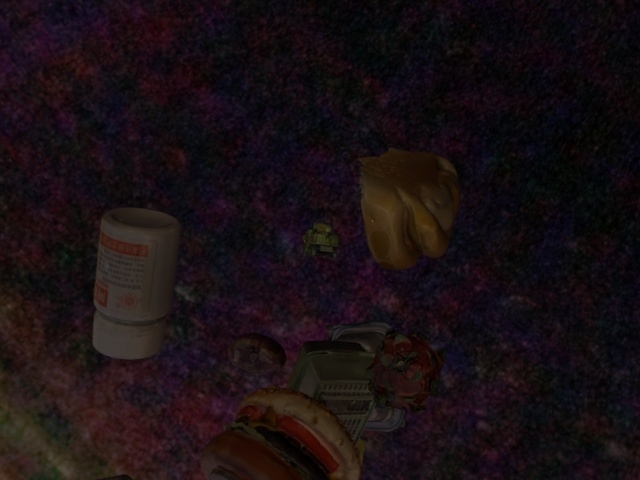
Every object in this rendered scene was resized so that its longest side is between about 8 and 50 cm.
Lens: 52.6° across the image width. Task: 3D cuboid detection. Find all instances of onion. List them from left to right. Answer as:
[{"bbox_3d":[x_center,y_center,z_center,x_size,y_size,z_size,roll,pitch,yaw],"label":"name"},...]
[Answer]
[{"bbox_3d":[-0.208,0.351,2.124,0.205,0.151,0.099,-1,119,17],"label":"onion"}]

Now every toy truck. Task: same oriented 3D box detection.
[{"bbox_3d":[0.000,0.000,1.826,0.077,0.100,0.169,6,180,-12],"label":"toy truck"}]

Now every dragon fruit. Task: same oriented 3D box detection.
[{"bbox_3d":[0.159,0.264,1.231,0.137,0.135,0.236,27,140,24],"label":"dragon fruit"}]

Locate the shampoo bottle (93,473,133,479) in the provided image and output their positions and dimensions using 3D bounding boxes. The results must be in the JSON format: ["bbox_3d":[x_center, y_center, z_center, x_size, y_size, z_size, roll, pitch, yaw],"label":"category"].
[{"bbox_3d":[-0.375,0.441,1.080,0.165,0.040,0.080,-19,74,26],"label":"shampoo bottle"}]

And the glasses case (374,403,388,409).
[{"bbox_3d":[0.083,0.373,1.779,0.282,0.067,0.109,19,105,22],"label":"glasses case"}]

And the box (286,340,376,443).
[{"bbox_3d":[0.020,0.394,1.644,0.166,0.220,0.291,-118,42,-52],"label":"box"}]

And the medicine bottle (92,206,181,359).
[{"bbox_3d":[-0.501,0.113,1.749,0.211,0.211,0.372,21,109,29],"label":"medicine bottle"}]

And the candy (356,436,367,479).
[{"bbox_3d":[0.020,0.760,2.371,0.297,0.081,0.187,13,100,24],"label":"candy"}]

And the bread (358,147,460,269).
[{"bbox_3d":[0.248,-0.113,1.783,0.245,0.424,0.329,-22,107,30],"label":"bread"}]

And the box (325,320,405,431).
[{"bbox_3d":[0.113,0.422,1.995,0.264,0.106,0.337,-10,80,36],"label":"box"}]

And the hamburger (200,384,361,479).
[{"bbox_3d":[-0.081,0.487,1.413,0.329,0.250,0.330,28,142,24],"label":"hamburger"}]
